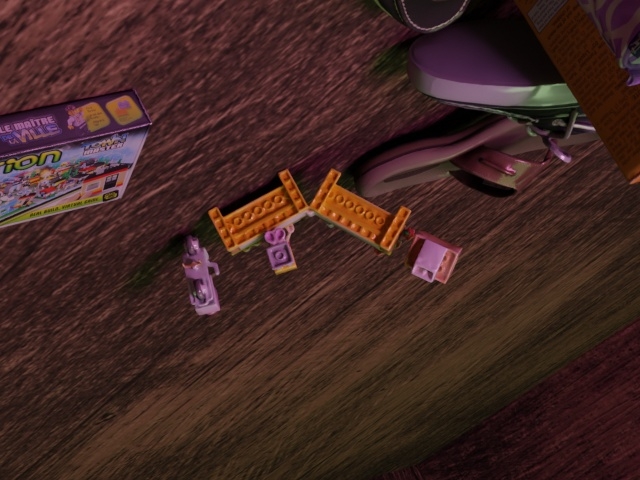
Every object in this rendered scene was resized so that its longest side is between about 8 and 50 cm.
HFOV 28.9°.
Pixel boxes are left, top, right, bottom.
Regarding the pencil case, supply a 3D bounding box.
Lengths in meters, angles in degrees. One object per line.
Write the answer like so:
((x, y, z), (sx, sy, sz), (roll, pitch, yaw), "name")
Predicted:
((0.203, -0.214, 0.914), (0.086, 0.206, 0.088), (-12, 150, -34), "pencil case")

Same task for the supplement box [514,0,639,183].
((0.242, -0.165, 1.040), (0.078, 0.233, 0.080), (-14, 156, -36), "supplement box")

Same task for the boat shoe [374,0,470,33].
((0.085, -0.219, 0.902), (0.102, 0.092, 0.285), (-26, 161, -7), "boat shoe")

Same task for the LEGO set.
((0.000, 0.000, 1.287), (0.286, 0.132, 0.107), (-7, 167, 4), "LEGO set")

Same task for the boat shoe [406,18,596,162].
((0.224, -0.140, 1.163), (0.306, 0.113, 0.105), (-6, 134, -17), "boat shoe")

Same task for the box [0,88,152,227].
((-0.242, -0.053, 0.963), (0.207, 0.036, 0.114), (-17, 158, -30), "box")

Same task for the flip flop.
((0.173, -0.080, 1.317), (0.277, 0.080, 0.112), (-15, 164, 7), "flip flop")
